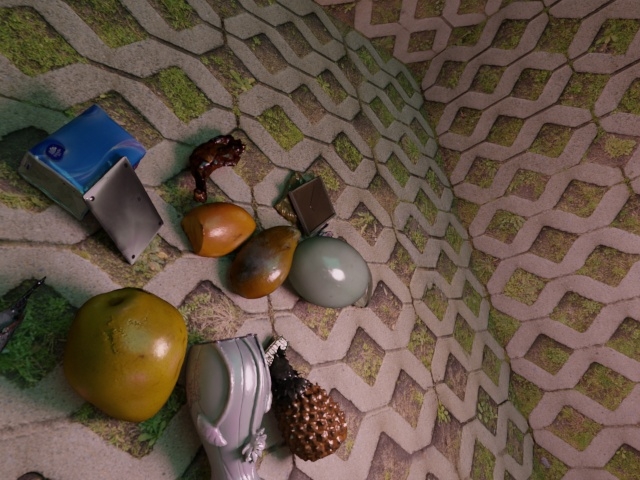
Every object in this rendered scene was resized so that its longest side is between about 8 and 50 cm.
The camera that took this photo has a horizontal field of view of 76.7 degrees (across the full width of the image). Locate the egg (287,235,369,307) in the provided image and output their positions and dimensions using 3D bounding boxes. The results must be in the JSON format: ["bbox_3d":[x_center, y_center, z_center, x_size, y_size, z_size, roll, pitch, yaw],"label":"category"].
[{"bbox_3d":[0.033,0.127,1.603,0.388,0.275,0.277,29,51,-41],"label":"egg"}]

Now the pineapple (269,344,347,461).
[{"bbox_3d":[-0.075,0.519,1.315,0.358,0.222,0.223,60,40,-10],"label":"pineapple"}]

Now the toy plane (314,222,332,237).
[{"bbox_3d":[0.000,0.001,1.804,0.197,0.053,0.078,-46,111,-42],"label":"toy plane"}]

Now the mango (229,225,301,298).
[{"bbox_3d":[-0.192,0.066,1.443,0.192,0.146,0.316,33,72,11],"label":"mango"}]

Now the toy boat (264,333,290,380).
[{"bbox_3d":[-0.192,0.447,1.365,0.093,0.055,0.293,48,43,-17],"label":"toy boat"}]

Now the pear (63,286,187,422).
[{"bbox_3d":[-0.480,0.285,1.009,0.284,0.284,0.337,3,108,-46],"label":"pear"}]

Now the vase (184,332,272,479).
[{"bbox_3d":[-0.254,0.496,1.131,0.249,0.249,0.447,3,76,-46],"label":"vase"}]

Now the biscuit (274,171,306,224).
[{"bbox_3d":[-0.097,-0.179,1.813,0.187,0.036,0.274,45,42,-28],"label":"biscuit"}]

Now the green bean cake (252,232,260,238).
[{"bbox_3d":[-0.192,0.035,1.582,0.135,0.056,0.136,-3,72,-46],"label":"green bean cake"}]

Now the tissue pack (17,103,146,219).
[{"bbox_3d":[-0.660,-0.225,1.145,0.198,0.146,0.264,44,44,-21],"label":"tissue pack"}]

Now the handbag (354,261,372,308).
[{"bbox_3d":[0.178,0.194,1.890,0.219,0.079,0.256,45,43,-37],"label":"handbag"}]

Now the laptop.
[{"bbox_3d":[-0.556,-0.082,1.168,0.269,0.015,0.188,78,25,-45],"label":"laptop"}]

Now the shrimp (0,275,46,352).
[{"bbox_3d":[-0.728,0.199,0.831,0.137,0.172,0.373,35,54,-22],"label":"shrimp"}]

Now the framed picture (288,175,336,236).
[{"bbox_3d":[-0.029,-0.166,1.843,0.289,0.020,0.212,-40,112,-54],"label":"framed picture"}]

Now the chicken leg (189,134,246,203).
[{"bbox_3d":[-0.398,-0.271,1.472,0.157,0.096,0.407,20,42,-3],"label":"chicken leg"}]

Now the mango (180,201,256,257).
[{"bbox_3d":[-0.332,-0.048,1.414,0.256,0.137,0.188,-23,99,-44],"label":"mango"}]
